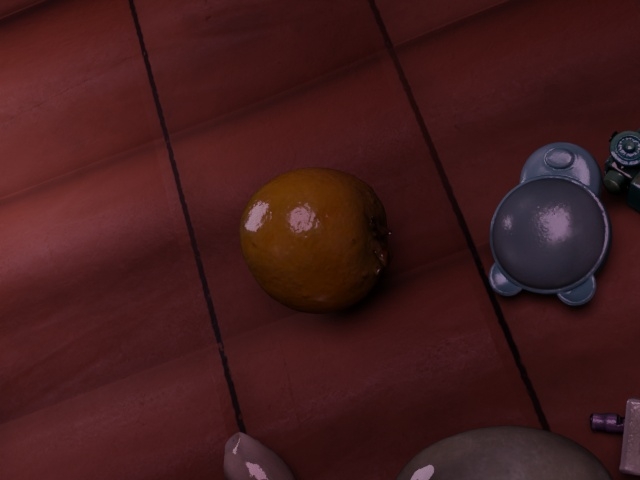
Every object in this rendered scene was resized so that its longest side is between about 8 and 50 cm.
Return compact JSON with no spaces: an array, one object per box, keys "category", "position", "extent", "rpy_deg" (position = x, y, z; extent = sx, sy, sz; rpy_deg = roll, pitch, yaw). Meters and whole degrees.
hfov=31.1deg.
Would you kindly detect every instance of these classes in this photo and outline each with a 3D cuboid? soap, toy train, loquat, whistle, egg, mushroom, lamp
[{"category":"soap","position":[0.568,0.317,1.802],"extent":[0.183,0.064,0.121],"rpy_deg":[5,89,16]},{"category":"toy train","position":[0.639,-0.170,2.038],"extent":[0.194,0.120,0.298],"rpy_deg":[37,78,21]},{"category":"loquat","position":[0.000,0.000,2.046],"extent":[0.275,0.275,0.274],"rpy_deg":[-7,61,12]},{"category":"whistle","position":[0.527,0.300,1.864],"extent":[0.177,0.033,0.033],"rpy_deg":[1,63,16]},{"category":"egg","position":[0.275,0.411,1.749],"extent":[0.352,0.258,0.258],"rpy_deg":[-13,60,15]},{"category":"mushroom","position":[-0.092,0.414,1.949],"extent":[0.097,0.088,0.212],"rpy_deg":[-46,66,1]},{"category":"lamp","position":[0.407,-0.034,2.009],"extent":[0.209,0.147,0.284],"rpy_deg":[9,65,23]}]
